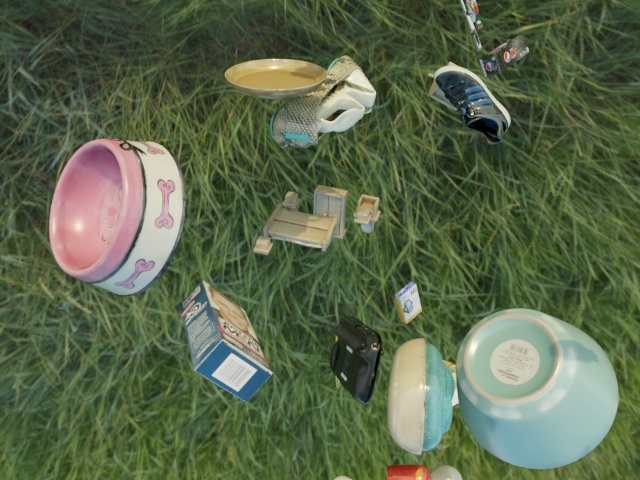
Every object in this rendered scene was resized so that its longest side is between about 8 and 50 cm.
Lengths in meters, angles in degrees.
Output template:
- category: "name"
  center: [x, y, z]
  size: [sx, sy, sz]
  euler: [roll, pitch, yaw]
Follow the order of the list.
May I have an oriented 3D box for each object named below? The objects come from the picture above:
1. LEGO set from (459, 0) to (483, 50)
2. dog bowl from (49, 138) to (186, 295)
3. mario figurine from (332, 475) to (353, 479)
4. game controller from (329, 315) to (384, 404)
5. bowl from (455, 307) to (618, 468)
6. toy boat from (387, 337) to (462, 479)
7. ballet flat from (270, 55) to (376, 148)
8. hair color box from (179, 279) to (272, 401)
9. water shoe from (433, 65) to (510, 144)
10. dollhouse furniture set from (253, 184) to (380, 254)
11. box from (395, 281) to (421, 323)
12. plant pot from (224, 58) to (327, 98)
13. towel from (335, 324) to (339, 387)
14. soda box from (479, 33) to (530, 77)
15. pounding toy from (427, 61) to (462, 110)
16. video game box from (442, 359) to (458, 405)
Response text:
- category: "LEGO set"
  center: [0.507, -0.728, 1.736]
  size: [0.060, 0.244, 0.183]
  euler: [-21, 96, 17]
- category: "dog bowl"
  center: [-0.525, -0.070, 1.335]
  size: [0.408, 0.408, 0.150]
  euler: [-41, 150, 23]
- category: "mario figurine"
  center: [-0.006, 0.460, 0.763]
  size: [0.197, 0.320, 0.170]
  euler: [-9, 87, -16]
- category: "game controller"
  center: [0.084, 0.289, 1.328]
  size: [0.067, 0.319, 0.167]
  euler: [3, 91, -11]
- category: "bowl"
  center: [0.389, 0.255, 1.029]
  size: [0.311, 0.312, 0.163]
  euler: [-30, 132, 15]
- category: "toy boat"
  center: [0.206, 0.352, 1.032]
  size: [0.148, 0.267, 0.319]
  euler: [2, 102, 10]
- category: "ballet flat"
  center: [0.048, -0.379, 1.479]
  size: [0.181, 0.483, 0.164]
  euler: [14, 130, 22]
- category: "hair color box"
  center: [-0.259, 0.253, 1.408]
  size: [0.105, 0.347, 0.174]
  euler: [-47, 118, 1]
- category: "water shoe"
  center: [0.320, -0.286, 1.122]
  size: [0.203, 0.080, 0.073]
  euler: [34, 147, -12]
- category: "dollhouse furniture set"
  center: [0.000, 0.000, 1.666]
  size: [0.303, 0.356, 0.174]
  euler: [12, 130, 13]
- category: "box"
  center: [0.296, 0.205, 1.796]
  size: [0.081, 0.028, 0.136]
  euler: [-34, 122, -26]
- category: "plant pot"
  center: [-0.102, -0.374, 1.237]
  size: [0.236, 0.236, 0.033]
  euler: [-4, 125, -6]
- category: "towel"
  center: [0.073, 0.462, 2.132]
  size: [0.021, 0.237, 0.102]
  euler: [-3, 132, 5]
- category: "soda box"
  center: [0.533, -0.534, 1.537]
  size: [0.169, 0.053, 0.060]
  euler: [-37, 112, -30]
- category: "pounding toy"
  center: [0.421, -0.510, 1.737]
  size: [0.130, 0.100, 0.141]
  euler: [27, 162, -8]
- category: "video game box"
  center: [0.393, 0.455, 1.694]
  size: [0.205, 0.187, 0.048]
  euler: [-16, 104, -34]
